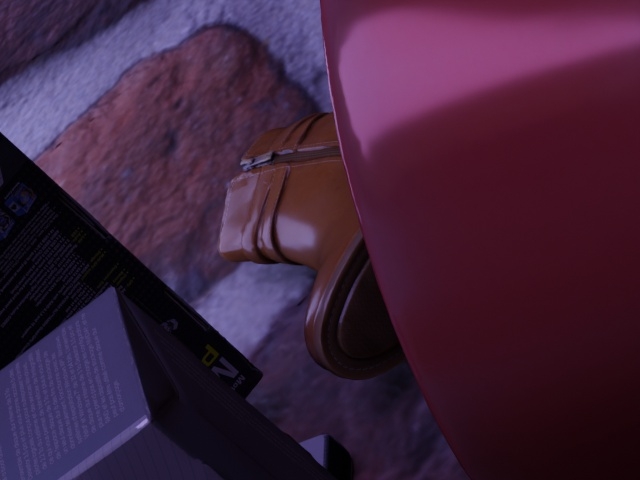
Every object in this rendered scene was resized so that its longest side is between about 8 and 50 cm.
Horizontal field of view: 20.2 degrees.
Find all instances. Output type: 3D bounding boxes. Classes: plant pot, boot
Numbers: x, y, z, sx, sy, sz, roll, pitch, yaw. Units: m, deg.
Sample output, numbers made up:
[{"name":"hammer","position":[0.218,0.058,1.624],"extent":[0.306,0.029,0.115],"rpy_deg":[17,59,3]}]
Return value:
[{"name":"plant pot","position":[0.161,-0.047,0.704],"extent":[0.243,0.275,0.275],"rpy_deg":[-16,44,19]},{"name":"boot","position":[0.000,0.000,0.954],"extent":[0.152,0.073,0.197],"rpy_deg":[-7,39,38]}]

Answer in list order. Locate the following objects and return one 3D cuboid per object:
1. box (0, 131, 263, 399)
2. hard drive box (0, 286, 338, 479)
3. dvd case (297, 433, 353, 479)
[{"name":"box","position":[-0.185,0.102,0.859],"extent":[0.270,0.216,0.060],"rpy_deg":[-51,38,-9]},{"name":"hard drive box","position":[-0.114,0.158,0.767],"extent":[0.232,0.181,0.089],"rpy_deg":[-37,38,11]},{"name":"dvd case","position":[-0.091,0.207,0.875],"extent":[0.238,0.029,0.179],"rpy_deg":[-23,41,25]}]
